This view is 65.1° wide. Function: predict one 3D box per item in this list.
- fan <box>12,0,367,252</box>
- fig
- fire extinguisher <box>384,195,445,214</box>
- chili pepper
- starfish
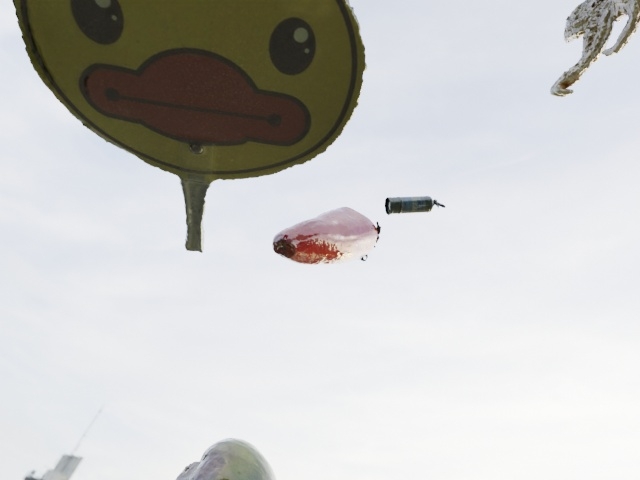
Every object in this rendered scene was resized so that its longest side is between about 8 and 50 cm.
[{"bbox_3d":[-0.090,-0.094,0.374,0.229,0.011,0.335,6,-40,-9],"label":"fan"},{"bbox_3d":[-0.136,0.394,0.725,0.191,0.180,0.181,46,-39,24],"label":"fig"},{"bbox_3d":[0.134,-0.052,0.720,0.083,0.038,0.025,-3,-65,-10],"label":"fire extinguisher"},{"bbox_3d":[-0.003,-0.003,0.563,0.088,0.168,0.065,12,-80,25],"label":"chili pepper"},{"bbox_3d":[0.287,-0.243,0.518,0.053,0.150,0.210,25,-89,1],"label":"starfish"}]
